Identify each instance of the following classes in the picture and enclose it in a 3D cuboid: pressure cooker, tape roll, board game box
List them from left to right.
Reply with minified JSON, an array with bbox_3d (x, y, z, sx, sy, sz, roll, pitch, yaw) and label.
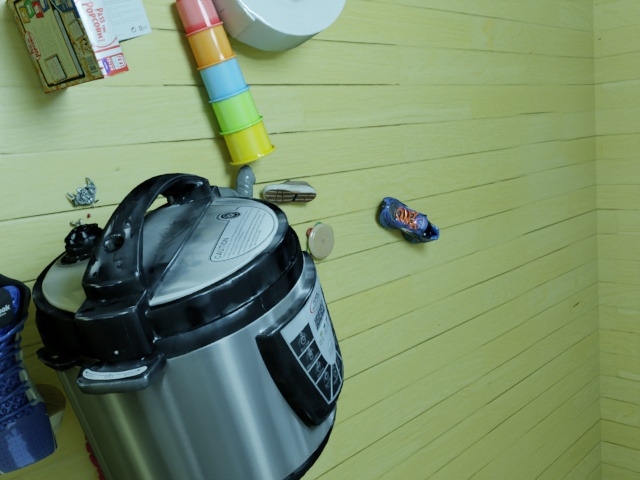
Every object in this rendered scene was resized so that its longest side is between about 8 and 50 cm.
[{"bbox_3d":[-0.370,-0.299,0.926,0.045,0.194,0.146,-34,116,-40],"label":"board game box"},{"bbox_3d":[-0.184,0.122,0.887,0.376,0.370,0.420,-27,117,-28],"label":"pressure cooker"},{"bbox_3d":[-0.089,-0.511,1.217,0.286,0.100,0.286,3,84,-33],"label":"tape roll"}]

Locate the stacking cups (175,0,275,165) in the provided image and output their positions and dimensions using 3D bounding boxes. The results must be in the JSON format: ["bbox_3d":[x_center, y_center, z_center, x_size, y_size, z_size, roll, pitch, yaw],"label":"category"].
[{"bbox_3d":[-0.175,-0.304,1.194,0.096,0.096,0.316,-34,116,-39],"label":"stacking cups"}]

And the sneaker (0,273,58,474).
[{"bbox_3d":[-0.439,0.150,0.825,0.127,0.182,0.315,-24,88,-46],"label":"sneaker"}]

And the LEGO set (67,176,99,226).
[{"bbox_3d":[-0.384,-0.062,1.049,0.054,0.023,0.083,-13,102,-44],"label":"LEGO set"}]

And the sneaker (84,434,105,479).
[{"bbox_3d":[-0.324,0.373,1.097,0.111,0.103,0.252,-15,109,-49],"label":"sneaker"}]

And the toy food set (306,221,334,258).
[{"bbox_3d":[0.000,0.000,1.446,0.083,0.020,0.083,13,84,-45],"label":"toy food set"}]

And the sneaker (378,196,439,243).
[{"bbox_3d":[0.228,-0.053,1.627,0.221,0.087,0.083,25,75,-44],"label":"sneaker"}]

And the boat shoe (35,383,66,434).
[{"bbox_3d":[-0.499,0.304,0.909,0.277,0.098,0.096,-16,130,-40],"label":"boat shoe"}]

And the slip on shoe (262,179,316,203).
[{"bbox_3d":[-0.069,-0.108,1.357,0.135,0.051,0.041,-3,55,-38],"label":"slip on shoe"}]

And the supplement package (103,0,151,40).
[{"bbox_3d":[-0.358,-0.395,0.993,0.105,0.105,0.179,-32,114,-40],"label":"supplement package"}]

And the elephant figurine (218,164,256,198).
[{"bbox_3d":[-0.196,-0.024,1.176,0.170,0.186,0.239,-8,88,-2],"label":"elephant figurine"}]
